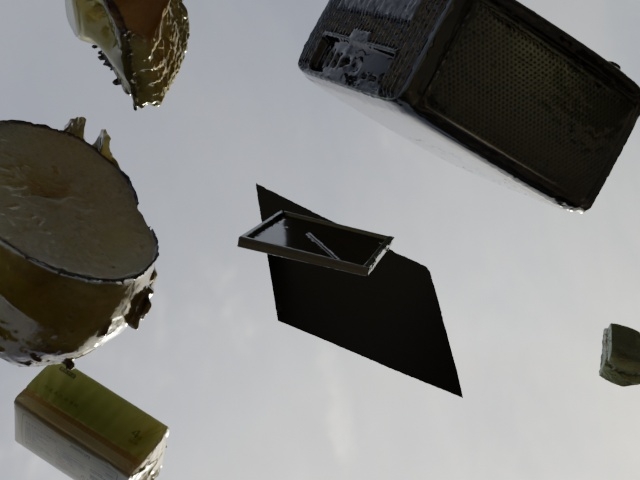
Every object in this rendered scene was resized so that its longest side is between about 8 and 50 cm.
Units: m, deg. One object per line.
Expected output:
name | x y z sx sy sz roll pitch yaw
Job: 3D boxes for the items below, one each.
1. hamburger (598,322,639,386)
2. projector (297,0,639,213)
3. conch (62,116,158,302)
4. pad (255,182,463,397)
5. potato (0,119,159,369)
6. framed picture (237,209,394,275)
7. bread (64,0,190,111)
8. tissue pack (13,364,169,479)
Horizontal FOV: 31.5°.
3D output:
hamburger | 0.474 0.174 1.736 0.121 0.084 0.054 -69 -5 -58
projector | 0.228 -0.253 1.781 0.405 0.395 0.242 26 -85 -29
conch | -0.359 -0.018 1.624 0.263 0.186 0.324 60 -171 -63
pad | 0.039 0.049 1.073 0.243 0.004 0.163 26 -141 -36
potato | -0.335 0.015 1.318 0.246 0.196 0.299 6 -142 -37
framed picture | 0.000 0.000 0.965 0.149 0.109 0.011 -41 -37 -75
bread | -0.276 -0.339 1.626 0.262 0.163 0.204 53 163 29
tissue pack | -0.376 0.321 1.865 0.234 0.159 0.125 30 -127 11
